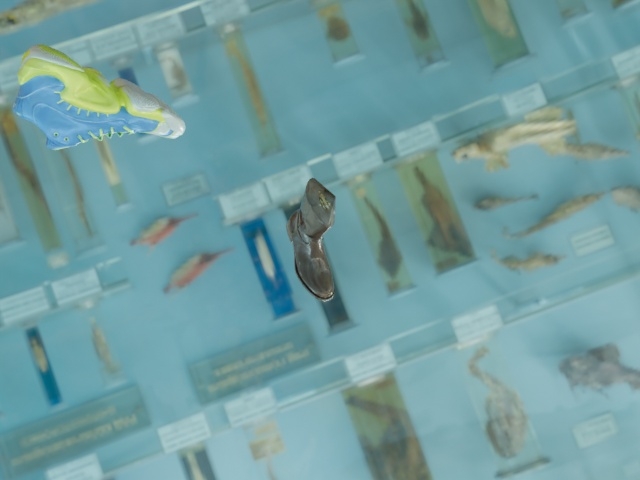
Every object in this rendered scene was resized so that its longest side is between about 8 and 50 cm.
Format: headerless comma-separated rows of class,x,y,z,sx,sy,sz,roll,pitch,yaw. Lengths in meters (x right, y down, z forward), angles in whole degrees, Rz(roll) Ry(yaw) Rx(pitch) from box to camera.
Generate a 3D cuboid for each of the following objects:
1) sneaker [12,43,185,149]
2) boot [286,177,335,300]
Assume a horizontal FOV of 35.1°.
sneaker,-0.314,-0.171,1.408,0.126,0.240,0.091,-61,-159,10
boot,0.000,0.000,1.059,0.037,0.106,0.114,-20,166,-23
